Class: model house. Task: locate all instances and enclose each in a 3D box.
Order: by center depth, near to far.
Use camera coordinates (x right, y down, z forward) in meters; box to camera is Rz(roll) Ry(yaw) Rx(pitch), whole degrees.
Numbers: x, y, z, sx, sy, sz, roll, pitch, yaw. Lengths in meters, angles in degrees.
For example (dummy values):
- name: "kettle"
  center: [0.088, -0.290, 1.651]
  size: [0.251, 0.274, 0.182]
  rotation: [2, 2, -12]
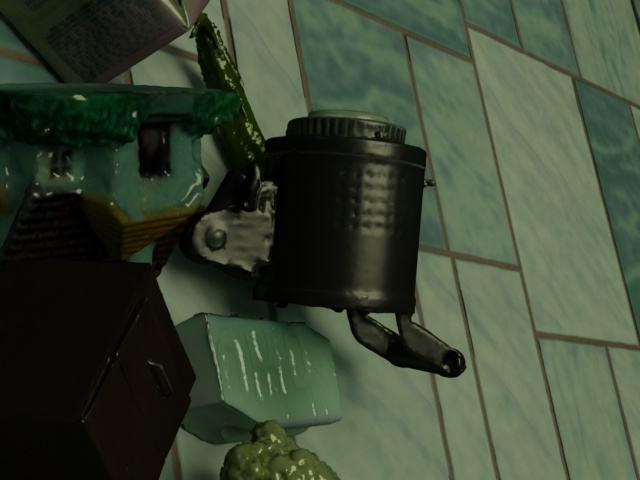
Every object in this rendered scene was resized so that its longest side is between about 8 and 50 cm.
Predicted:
- name: "model house"
  center: [-0.244, -0.037, 1.221]
  size: [0.280, 0.230, 0.248]
  rotation: [-10, 104, -51]

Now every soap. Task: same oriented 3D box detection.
- name: "soap"
  center: [-0.247, -0.297, 1.339]
  size: [0.182, 0.199, 0.138]
  rotation: [49, 36, -22]
- name: "soap"
  center: [-0.085, 0.160, 1.388]
  size: [0.230, 0.091, 0.145]
  rotation: [5, 67, -52]

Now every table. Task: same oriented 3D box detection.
- name: "table"
  center: [-0.229, 0.143, 1.099]
  size: [0.193, 0.172, 0.169]
  rotation: [-71, 155, -44]

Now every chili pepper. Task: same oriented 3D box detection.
- name: "chili pepper"
  center: [-0.095, -0.128, 1.542]
  size: [0.359, 0.076, 0.085]
  rotation: [64, 34, -15]

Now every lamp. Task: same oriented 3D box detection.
- name: "lamp"
  center: [0.035, -0.024, 1.456]
  size: [0.374, 0.205, 0.272]
  rotation: [26, 82, -20]

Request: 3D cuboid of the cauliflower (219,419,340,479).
- name: "cauliflower"
  center: [-0.079, 0.316, 1.170]
  size: [0.281, 0.260, 0.327]
  rotation: [41, 22, -37]
